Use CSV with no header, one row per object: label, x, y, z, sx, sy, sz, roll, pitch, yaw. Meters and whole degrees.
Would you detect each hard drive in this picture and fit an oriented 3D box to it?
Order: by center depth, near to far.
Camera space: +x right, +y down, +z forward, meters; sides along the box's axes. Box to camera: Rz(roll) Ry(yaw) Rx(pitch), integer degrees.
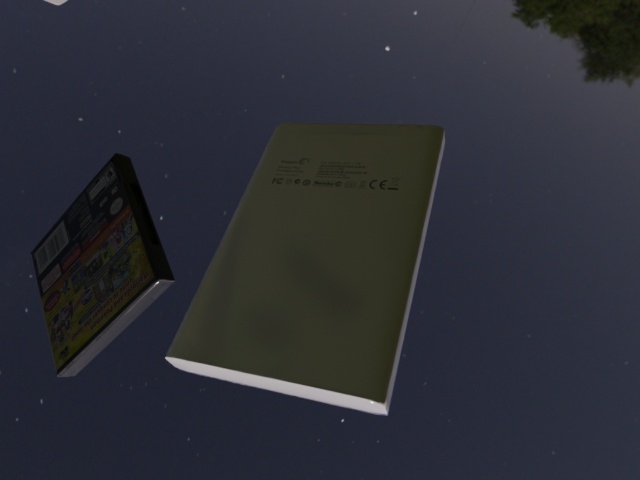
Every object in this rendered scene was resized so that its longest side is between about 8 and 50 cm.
hard drive,0.000,0.000,0.523,0.210,0.040,0.318,6,-124,20

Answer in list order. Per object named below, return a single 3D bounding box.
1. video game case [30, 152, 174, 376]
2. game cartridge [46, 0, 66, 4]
video game case,-0.361,0.040,0.801,0.035,0.275,0.248,16,-141,-54
game cartridge,-0.378,-0.350,0.391,0.355,0.068,0.230,-8,-108,-63
